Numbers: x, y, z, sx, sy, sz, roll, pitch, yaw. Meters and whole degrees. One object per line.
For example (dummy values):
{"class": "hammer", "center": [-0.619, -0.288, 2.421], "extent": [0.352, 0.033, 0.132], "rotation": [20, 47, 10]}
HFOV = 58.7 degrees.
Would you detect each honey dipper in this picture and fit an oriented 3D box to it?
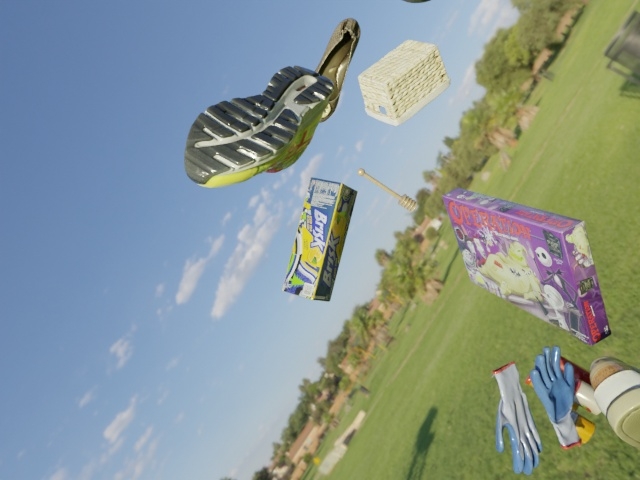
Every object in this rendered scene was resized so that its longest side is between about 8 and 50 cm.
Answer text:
{"class": "honey dipper", "center": [0.152, -0.118, 1.314], "extent": [0.031, 0.160, 0.030], "rotation": [-56, 10, 16]}

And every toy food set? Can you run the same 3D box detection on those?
{"class": "toy food set", "center": [0.439, 0.275, 1.033], "extent": [0.111, 0.104, 0.232], "rotation": [-63, -18, 10]}

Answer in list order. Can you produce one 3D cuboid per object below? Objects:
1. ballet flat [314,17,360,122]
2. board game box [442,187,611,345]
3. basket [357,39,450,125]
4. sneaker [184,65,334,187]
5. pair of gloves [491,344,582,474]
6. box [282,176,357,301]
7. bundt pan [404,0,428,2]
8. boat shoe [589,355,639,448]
{"class": "ballet flat", "center": [0.031, -0.393, 1.318], "extent": [0.250, 0.084, 0.058], "rotation": [-66, 15, 7]}
{"class": "board game box", "center": [0.348, 0.029, 1.009], "extent": [0.056, 0.208, 0.347], "rotation": [-23, 18, -11]}
{"class": "basket", "center": [0.176, -0.341, 1.214], "extent": [0.167, 0.113, 0.103], "rotation": [-38, -50, -13]}
{"class": "sneaker", "center": [-0.056, -0.097, 0.575], "extent": [0.208, 0.081, 0.094], "rotation": [-43, -20, -42]}
{"class": "pair of gloves", "center": [0.321, 0.247, 0.839], "extent": [0.198, 0.160, 0.023], "rotation": [-10, -6, -34]}
{"class": "box", "center": [0.000, 0.000, 0.817], "extent": [0.059, 0.054, 0.169], "rotation": [17, -92, -62]}
{"class": "bundt pan", "center": [0.199, -0.438, 0.737], "extent": [0.330, 0.124, 0.331], "rotation": [-37, 22, 18]}
{"class": "boat shoe", "center": [0.486, 0.255, 0.792], "extent": [0.113, 0.302, 0.103], "rotation": [-42, 27, 18]}
